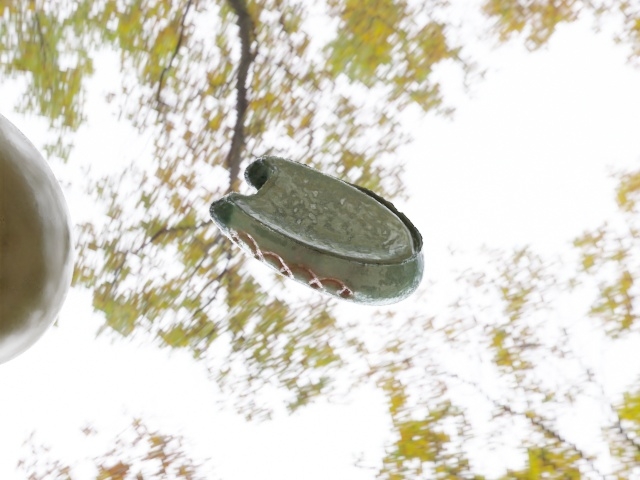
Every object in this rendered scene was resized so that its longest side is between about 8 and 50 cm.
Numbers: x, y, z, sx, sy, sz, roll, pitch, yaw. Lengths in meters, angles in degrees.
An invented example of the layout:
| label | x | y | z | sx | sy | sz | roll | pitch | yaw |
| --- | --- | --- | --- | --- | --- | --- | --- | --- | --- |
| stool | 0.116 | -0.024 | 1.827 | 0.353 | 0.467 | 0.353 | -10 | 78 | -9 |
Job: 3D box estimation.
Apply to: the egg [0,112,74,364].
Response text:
| label | x | y | z | sx | sy | sz | roll | pitch | yaw |
| --- | --- | --- | --- | --- | --- | --- | --- | --- | --- |
| egg | -0.285 | -0.015 | 1.101 | 0.186 | 0.186 | 0.241 | -30 | -105 | -16 |

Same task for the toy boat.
| label | x | y | z | sx | sy | sz | roll | pitch | yaw |
| --- | --- | --- | --- | --- | --- | --- | --- | --- | --- |
| toy boat | 0.000 | 0.000 | 1.413 | 0.208 | 0.079 | 0.134 | 24 | -145 | 10 |
